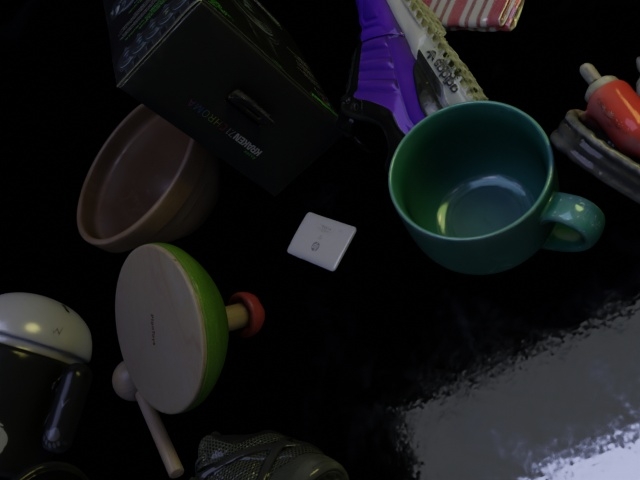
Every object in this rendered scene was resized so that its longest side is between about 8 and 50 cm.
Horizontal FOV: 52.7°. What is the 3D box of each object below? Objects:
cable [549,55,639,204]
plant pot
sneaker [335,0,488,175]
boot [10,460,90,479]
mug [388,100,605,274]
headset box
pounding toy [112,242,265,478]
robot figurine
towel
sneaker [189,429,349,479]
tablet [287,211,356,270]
[{"bbox_3d":[0.258,-0.031,0.419,0.287,0.140,0.072,-109,27,-46],"label":"cable"},{"bbox_3d":[-0.216,-0.079,0.889,0.238,0.110,0.237,-21,52,31],"label":"plant pot"},{"bbox_3d":[0.067,-0.176,0.686,0.146,0.102,0.293,-38,51,25],"label":"sneaker"},{"bbox_3d":[-0.202,0.364,0.573,0.260,0.131,0.347,-26,60,37],"label":"boot"},{"bbox_3d":[0.137,-0.027,0.535,0.130,0.097,0.157,-30,56,7],"label":"mug"},{"bbox_3d":[-0.121,-0.221,0.790,0.131,0.246,0.283,-40,43,17],"label":"headset box"},{"bbox_3d":[-0.143,0.112,0.728,0.183,0.110,0.236,38,121,37],"label":"pounding toy"},{"bbox_3d":[-0.408,0.206,0.840,0.173,0.209,0.278,130,157,-68],"label":"robot figurine"},{"bbox_3d":[0.165,-0.304,0.749,0.197,0.029,0.144,21,82,47],"label":"towel"},{"bbox_3d":[-0.094,0.249,0.551,0.228,0.087,0.130,-38,29,-22],"label":"sneaker"},{"bbox_3d":[0.000,0.000,0.719,0.083,0.006,0.054,20,80,48],"label":"tablet"}]
